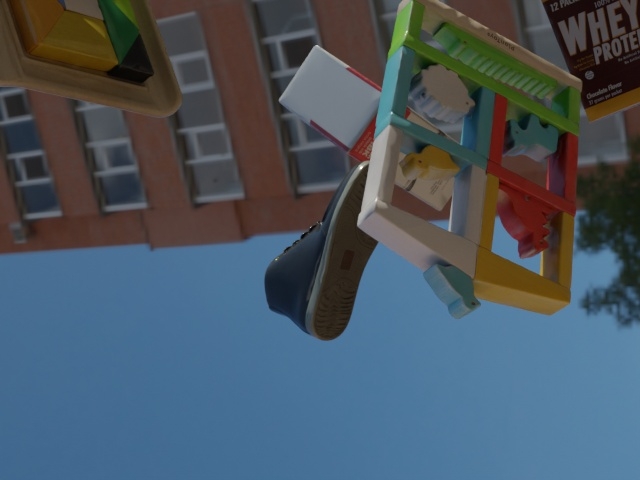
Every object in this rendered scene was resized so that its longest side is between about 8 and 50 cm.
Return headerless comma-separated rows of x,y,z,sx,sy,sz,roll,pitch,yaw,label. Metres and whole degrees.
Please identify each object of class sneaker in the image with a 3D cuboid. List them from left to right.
0.000,0.000,1.417,0.083,0.118,0.222,20,-89,-43,sneaker

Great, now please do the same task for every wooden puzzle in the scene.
-0.251,-0.235,1.160,0.239,0.044,0.221,2,-118,-51,wooden puzzle

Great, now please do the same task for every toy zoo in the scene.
0.133,-0.061,0.989,0.192,0.030,0.293,24,-125,-19,toy zoo

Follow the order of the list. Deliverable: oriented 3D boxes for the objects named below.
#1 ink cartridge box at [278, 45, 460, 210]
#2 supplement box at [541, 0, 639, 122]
0.096,-0.177,1.883,0.273,0.197,0.114,26,-79,-48,ink cartridge box
0.402,-0.277,1.618,0.194,0.129,0.191,68,-163,0,supplement box
